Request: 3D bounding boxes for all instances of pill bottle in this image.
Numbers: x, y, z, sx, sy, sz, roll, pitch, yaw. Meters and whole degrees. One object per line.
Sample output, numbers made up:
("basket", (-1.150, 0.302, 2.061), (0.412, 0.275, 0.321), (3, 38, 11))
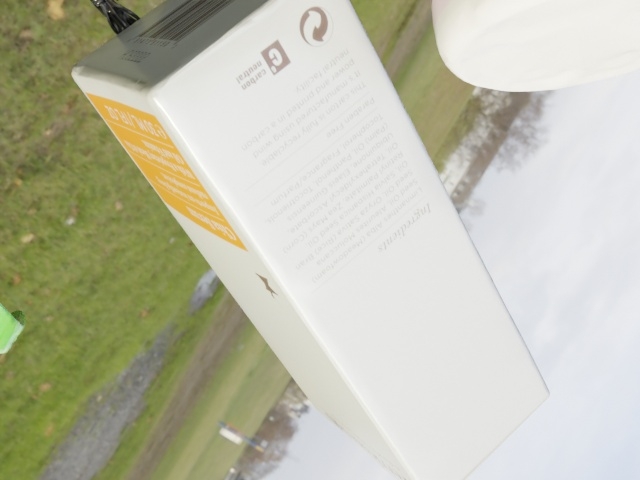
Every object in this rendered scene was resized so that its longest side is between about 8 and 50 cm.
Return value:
("pill bottle", (0.140, -0.262, 0.519), (0.169, 0.169, 0.301), (116, -30, -77))

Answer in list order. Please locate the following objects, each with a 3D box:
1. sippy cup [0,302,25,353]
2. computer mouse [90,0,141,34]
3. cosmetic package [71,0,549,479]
("sippy cup", (-0.516, 0.028, 0.981), (0.240, 0.305, 0.224), (-24, -167, -24))
("computer mouse", (-0.174, -0.265, 0.779), (0.042, 0.106, 0.193), (-43, -168, 44))
("cosmetic package", (0.000, 0.000, 0.731), (0.161, 0.453, 0.230), (-41, -151, -14))
